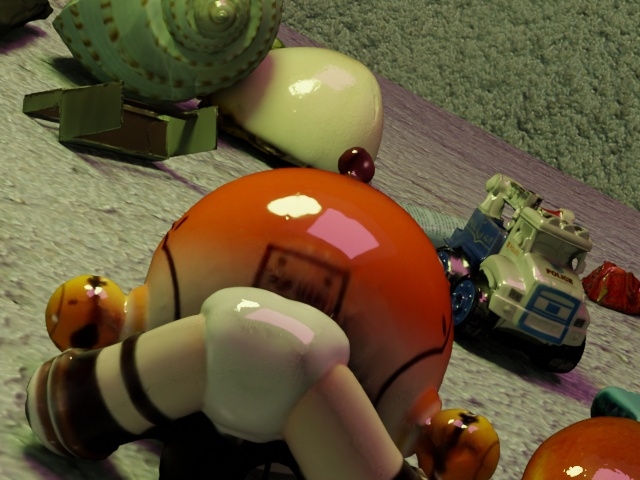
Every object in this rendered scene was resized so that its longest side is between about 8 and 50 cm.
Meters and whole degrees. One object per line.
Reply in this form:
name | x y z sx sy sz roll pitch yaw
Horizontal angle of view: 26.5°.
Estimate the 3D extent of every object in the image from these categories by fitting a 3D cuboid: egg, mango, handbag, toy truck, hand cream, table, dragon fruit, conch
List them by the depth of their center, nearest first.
mango | 0.227 0.200 1.021 0.146 0.129 0.289 28 4 17
toy truck | 0.226 0.033 1.540 0.161 0.177 0.213 22 13 -21
table | -0.229 -0.132 1.546 0.175 0.062 0.146 -5 -11 41
handbag | -0.484 -0.344 1.873 0.191 0.075 0.332 25 12 -4
conch | -0.201 -0.293 1.875 0.215 0.303 0.319 65 -14 0
hand cream | 0.168 -0.012 1.880 0.271 0.058 0.091 16 27 -23
egg | -0.027 -0.206 1.995 0.286 0.174 0.264 30 9 30
dragon fruit | 0.468 0.074 2.083 0.131 0.063 0.097 23 14 -11

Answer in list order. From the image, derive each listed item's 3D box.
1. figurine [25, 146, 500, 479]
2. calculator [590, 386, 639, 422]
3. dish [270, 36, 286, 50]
figurine | -0.021 0.062 0.918 0.320 0.196 0.323 20 23 1
calculator | 0.372 0.227 1.340 0.173 0.051 0.293 21 13 -17
dish | -0.228 -0.368 2.368 0.324 0.124 0.324 31 13 -8
